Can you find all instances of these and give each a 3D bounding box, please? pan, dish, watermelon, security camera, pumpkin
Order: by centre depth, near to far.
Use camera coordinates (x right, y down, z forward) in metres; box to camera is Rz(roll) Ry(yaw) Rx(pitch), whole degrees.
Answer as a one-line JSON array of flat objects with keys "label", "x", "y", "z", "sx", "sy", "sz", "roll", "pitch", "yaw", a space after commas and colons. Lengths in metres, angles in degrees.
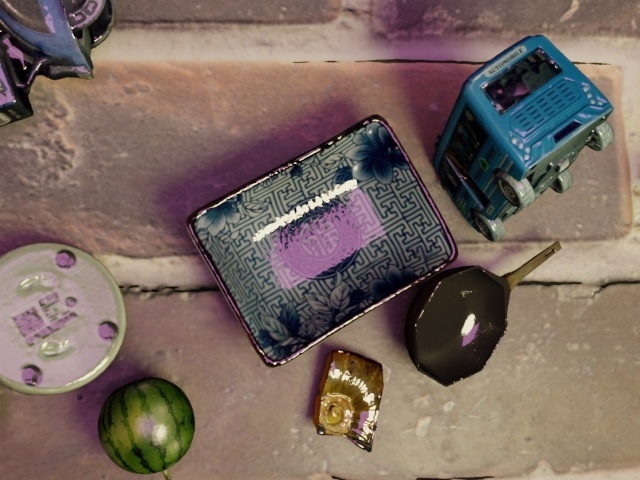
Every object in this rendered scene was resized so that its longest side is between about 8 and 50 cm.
[{"label": "security camera", "x": -0.342, "y": 0.119, "z": 0.915, "sx": 0.301, "sy": 0.080, "sz": 0.157, "roll": -32, "pitch": 89, "yaw": -18}, {"label": "watermelon", "x": -0.176, "y": 0.193, "z": 0.921, "sx": 0.109, "sy": 0.109, "sz": 0.109, "roll": 1, "pitch": 86, "yaw": -8}, {"label": "dish", "x": 0.000, "y": 0.000, "z": 0.963, "sx": 0.243, "sy": 0.080, "sz": 0.182, "roll": -30, "pitch": 92, "yaw": -12}, {"label": "pumpkin", "x": 0.031, "y": 0.173, "z": 0.981, "sx": 0.073, "sy": 0.035, "sz": 0.101, "roll": 16, "pitch": 81, "yaw": -18}, {"label": "pan", "x": 0.173, "y": 0.077, "z": 0.993, "sx": 0.202, "sy": 0.048, "sz": 0.128, "roll": -17, "pitch": 116, "yaw": -27}]

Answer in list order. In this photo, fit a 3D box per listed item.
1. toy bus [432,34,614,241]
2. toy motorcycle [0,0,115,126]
[{"label": "toy bus", "x": 0.193, "y": -0.097, "z": 0.916, "sx": 0.113, "sy": 0.246, "sz": 0.134, "roll": -36, "pitch": 80, "yaw": -8}, {"label": "toy motorcycle", "x": -0.346, "y": -0.302, "z": 0.915, "sx": 0.213, "sy": 0.125, "sz": 0.358, "roll": -20, "pitch": 89, "yaw": -6}]
